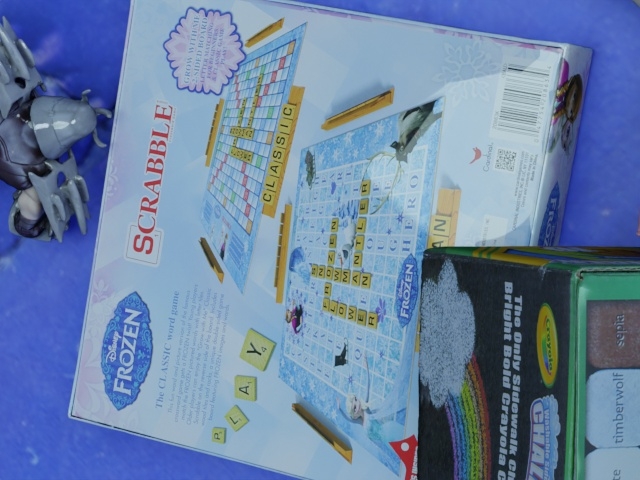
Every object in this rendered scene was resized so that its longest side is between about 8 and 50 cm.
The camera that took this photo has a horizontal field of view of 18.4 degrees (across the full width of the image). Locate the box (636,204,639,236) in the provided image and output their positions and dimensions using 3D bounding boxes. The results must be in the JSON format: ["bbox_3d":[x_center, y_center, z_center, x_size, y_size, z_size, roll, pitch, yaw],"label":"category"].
[{"bbox_3d":[0.312,-0.049,1.079,0.123,0.257,0.128,6,90,64],"label":"box"}]

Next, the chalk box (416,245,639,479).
[{"bbox_3d":[0.188,0.098,1.112,0.179,0.289,0.180,0,94,-19],"label":"chalk box"}]

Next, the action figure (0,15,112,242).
[{"bbox_3d":[-0.262,-0.078,1.416,0.285,0.099,0.185,-5,106,33],"label":"action figure"}]

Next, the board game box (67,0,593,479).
[{"bbox_3d":[0.000,0.000,1.333,0.318,0.066,0.318,13,97,23],"label":"board game box"}]

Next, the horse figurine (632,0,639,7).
[{"bbox_3d":[0.224,-0.184,1.204,0.174,0.066,0.263,-53,57,31],"label":"horse figurine"}]
